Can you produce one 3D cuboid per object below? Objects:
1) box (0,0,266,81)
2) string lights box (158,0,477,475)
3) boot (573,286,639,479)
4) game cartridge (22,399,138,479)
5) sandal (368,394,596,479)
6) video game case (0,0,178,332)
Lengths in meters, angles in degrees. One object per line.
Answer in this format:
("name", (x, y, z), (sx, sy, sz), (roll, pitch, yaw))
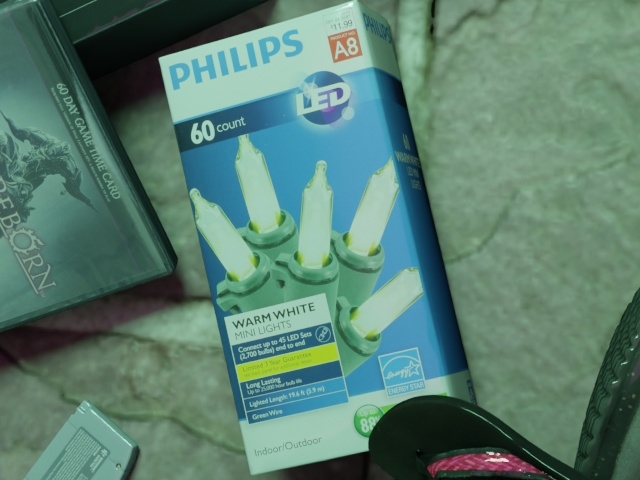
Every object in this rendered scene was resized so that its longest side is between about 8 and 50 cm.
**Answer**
("box", (-0.187, -0.191, 1.027), (0.261, 0.103, 0.184), (-22, 81, 14))
("string lights box", (0.000, 0.000, 0.981), (0.133, 0.077, 0.259), (-15, 85, 16))
("boot", (0.284, 0.062, 0.886), (0.223, 0.118, 0.338), (24, 104, 5))
("game cartridge", (-0.158, 0.153, 1.057), (0.056, 0.017, 0.083), (41, 100, 17))
("sandal", (0.100, 0.138, 0.873), (0.179, 0.040, 0.067), (23, 125, 26))
("video game case", (-0.253, -0.022, 1.007), (0.274, 0.026, 0.196), (-18, 114, 13))
